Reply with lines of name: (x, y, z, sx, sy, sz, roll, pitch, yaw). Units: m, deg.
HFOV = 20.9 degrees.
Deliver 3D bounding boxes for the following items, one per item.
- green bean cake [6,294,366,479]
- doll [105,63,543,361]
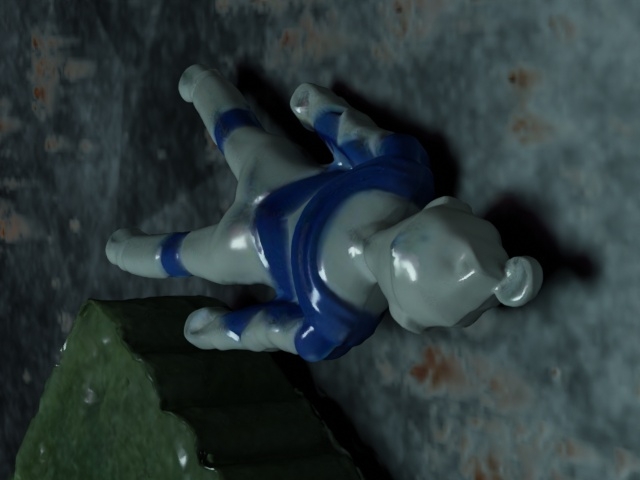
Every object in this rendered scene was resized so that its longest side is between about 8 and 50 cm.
green bean cake: (-0.057, 0.136, 0.724, 0.183, 0.094, 0.185, 53, 134, 37)
doll: (0.000, 0.000, 0.651, 0.227, 0.057, 0.114, 21, 82, 53)
